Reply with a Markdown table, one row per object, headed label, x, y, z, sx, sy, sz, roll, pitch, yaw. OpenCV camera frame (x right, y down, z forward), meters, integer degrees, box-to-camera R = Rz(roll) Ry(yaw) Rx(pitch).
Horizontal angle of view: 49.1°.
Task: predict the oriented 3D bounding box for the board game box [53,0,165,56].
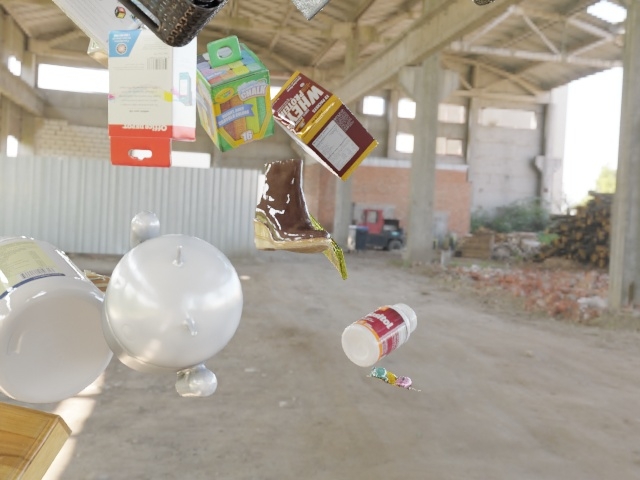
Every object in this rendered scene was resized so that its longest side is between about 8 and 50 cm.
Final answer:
| label | x | y | z | sx | sy | sz | roll | pitch | yaw |
| --- | --- | --- | --- | --- | --- | --- | --- | --- | --- |
| board game box | -0.515 | -0.591 | 1.569 | 0.305 | 0.193 | 0.053 | 46 | -11 | -17 |

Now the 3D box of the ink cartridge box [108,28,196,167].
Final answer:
| label | x | y | z | sx | sy | sz | roll | pitch | yaw |
| --- | --- | --- | --- | --- | --- | --- | --- | --- | --- |
| ink cartridge box | -0.293 | -0.244 | 1.223 | 0.134 | 0.231 | 0.078 | 5 | 7 | 22 |

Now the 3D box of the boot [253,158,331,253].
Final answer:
| label | x | y | z | sx | sy | sz | roll | pitch | yaw |
| --- | --- | --- | --- | --- | --- | --- | --- | --- | --- |
| boot | -0.061 | -0.079 | 1.530 | 0.090 | 0.207 | 0.248 | 11 | -6 | -40 |

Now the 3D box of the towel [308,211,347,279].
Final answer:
| label | x | y | z | sx | sy | sz | roll | pitch | yaw |
| --- | --- | --- | --- | --- | --- | --- | --- | --- | --- |
| towel | 0.000 | 0.000 | 1.783 | 0.021 | 0.102 | 0.237 | -25 | 42 | -14 |

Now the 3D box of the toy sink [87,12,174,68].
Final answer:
| label | x | y | z | sx | sy | sz | roll | pitch | yaw |
| --- | --- | --- | --- | --- | --- | --- | --- | --- | --- |
| toy sink | -0.477 | -0.548 | 1.850 | 0.234 | 0.153 | 0.131 | -1 | -18 | 28 |

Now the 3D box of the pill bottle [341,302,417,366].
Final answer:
| label | x | y | z | sx | sy | sz | roll | pitch | yaw |
| --- | --- | --- | --- | --- | --- | --- | --- | --- | --- |
| pill bottle | 0.118 | 0.177 | 1.358 | 0.086 | 0.086 | 0.152 | 4 | 19 | 41 |

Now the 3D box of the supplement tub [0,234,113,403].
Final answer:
| label | x | y | z | sx | sy | sz | roll | pitch | yaw |
| --- | --- | --- | --- | --- | --- | --- | --- | --- | --- |
| supplement tub | -0.542 | 0.132 | 1.311 | 0.235 | 0.235 | 0.325 | 2 | 16 | -38 |

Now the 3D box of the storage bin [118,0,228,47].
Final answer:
| label | x | y | z | sx | sy | sz | roll | pitch | yaw |
| --- | --- | --- | --- | --- | --- | --- | --- | --- | --- |
| storage bin | -0.126 | -0.301 | 0.706 | 0.122 | 0.180 | 0.084 | 41 | -29 | -16 |

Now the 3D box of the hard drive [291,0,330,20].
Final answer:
| label | x | y | z | sx | sy | sz | roll | pitch | yaw |
| --- | --- | --- | --- | --- | --- | --- | --- | --- | --- |
| hard drive | -0.002 | -0.465 | 1.222 | 0.135 | 0.094 | 0.022 | -41 | -2 | 11 |

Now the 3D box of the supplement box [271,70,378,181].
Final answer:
| label | x | y | z | sx | sy | sz | roll | pitch | yaw |
| --- | --- | --- | --- | --- | --- | --- | --- | --- | --- |
| supplement box | 0.000 | -0.280 | 1.717 | 0.194 | 0.129 | 0.191 | 40 | 3 | -47 |

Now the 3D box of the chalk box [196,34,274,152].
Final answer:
| label | x | y | z | sx | sy | sz | roll | pitch | yaw |
| --- | --- | --- | --- | --- | --- | --- | --- | --- | --- |
| chalk box | -0.186 | -0.319 | 1.468 | 0.132 | 0.213 | 0.132 | -22 | 49 | -17 |

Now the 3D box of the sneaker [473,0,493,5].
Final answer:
| label | x | y | z | sx | sy | sz | roll | pitch | yaw |
| --- | --- | --- | --- | --- | --- | --- | --- | --- | --- |
| sneaker | 0.407 | -0.585 | 1.604 | 0.166 | 0.065 | 0.076 | -24 | 21 | 52 |

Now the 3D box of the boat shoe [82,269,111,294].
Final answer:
| label | x | y | z | sx | sy | sz | roll | pitch | yaw |
| --- | --- | --- | --- | --- | --- | --- | --- | --- | --- |
| boat shoe | -0.624 | 0.134 | 1.899 | 0.122 | 0.120 | 0.324 | -37 | -11 | 21 |

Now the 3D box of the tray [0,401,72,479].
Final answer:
| label | x | y | z | sx | sy | sz | roll | pitch | yaw |
| --- | --- | --- | --- | --- | --- | --- | --- | --- | --- |
| tray | -0.762 | 0.434 | 1.490 | 0.411 | 0.076 | 0.203 | 7 | 45 | 19 |

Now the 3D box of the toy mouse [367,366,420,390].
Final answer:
| label | x | y | z | sx | sy | sz | roll | pitch | yaw |
| --- | --- | --- | --- | --- | --- | --- | --- | --- | --- |
| toy mouse | 0.191 | 0.370 | 1.895 | 0.161 | 0.031 | 0.143 | 16 | -13 | 19 |

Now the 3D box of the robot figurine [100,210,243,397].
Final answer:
| label | x | y | z | sx | sy | sz | roll | pitch | yaw |
| --- | --- | --- | --- | --- | --- | --- | --- | --- | --- |
| robot figurine | -0.239 | 0.105 | 1.106 | 0.199 | 0.300 | 0.353 | -22 | -5 | -23 |
